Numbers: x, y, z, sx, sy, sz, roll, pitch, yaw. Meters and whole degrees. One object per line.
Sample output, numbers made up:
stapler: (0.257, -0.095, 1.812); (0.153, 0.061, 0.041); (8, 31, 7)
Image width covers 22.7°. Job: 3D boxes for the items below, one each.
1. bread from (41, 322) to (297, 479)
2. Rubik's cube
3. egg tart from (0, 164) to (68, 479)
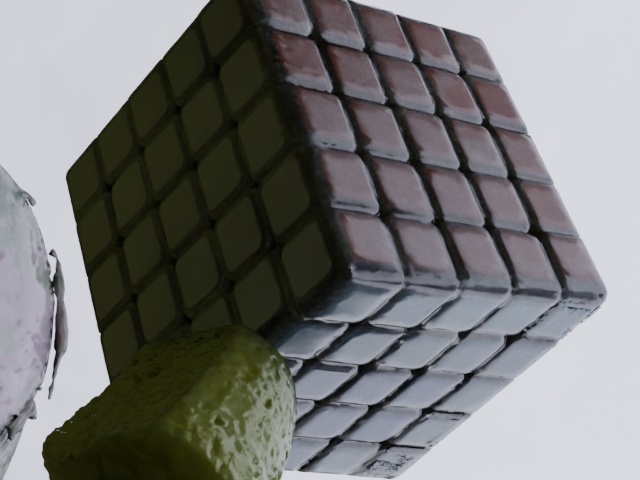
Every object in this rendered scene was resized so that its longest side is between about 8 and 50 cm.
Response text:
bread: (-0.075, 0.117, 0.883); (0.129, 0.111, 0.114); (-9, -146, 38)
Rubik's cube: (0.000, 0.000, 1.054); (0.237, 0.237, 0.238); (-45, -129, 37)
egg tart: (-0.177, 0.025, 0.651); (0.094, 0.234, 0.234); (-7, -114, 26)
